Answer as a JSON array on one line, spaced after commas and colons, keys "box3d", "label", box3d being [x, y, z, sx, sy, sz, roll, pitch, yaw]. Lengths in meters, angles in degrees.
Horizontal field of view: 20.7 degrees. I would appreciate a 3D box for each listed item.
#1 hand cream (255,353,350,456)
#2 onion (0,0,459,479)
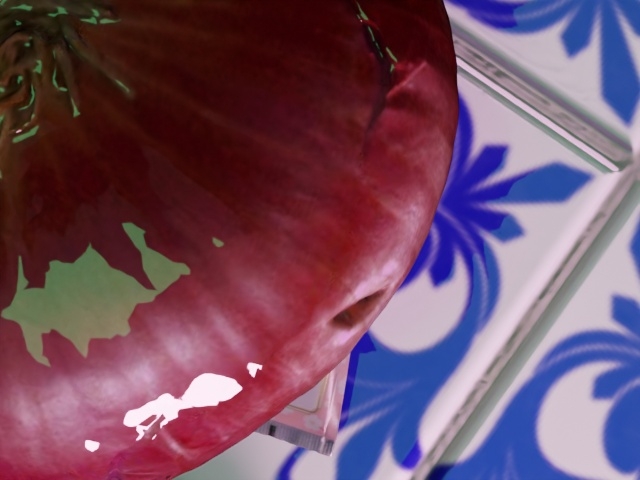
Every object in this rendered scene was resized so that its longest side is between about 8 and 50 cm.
[{"box3d": [0.000, 0.000, 0.863, 0.067, 0.043, 0.209, 17, 102, 11], "label": "hand cream"}, {"box3d": [-0.109, -0.046, 0.777, 0.348, 0.285, 0.347, -4, 64, 8], "label": "onion"}]
